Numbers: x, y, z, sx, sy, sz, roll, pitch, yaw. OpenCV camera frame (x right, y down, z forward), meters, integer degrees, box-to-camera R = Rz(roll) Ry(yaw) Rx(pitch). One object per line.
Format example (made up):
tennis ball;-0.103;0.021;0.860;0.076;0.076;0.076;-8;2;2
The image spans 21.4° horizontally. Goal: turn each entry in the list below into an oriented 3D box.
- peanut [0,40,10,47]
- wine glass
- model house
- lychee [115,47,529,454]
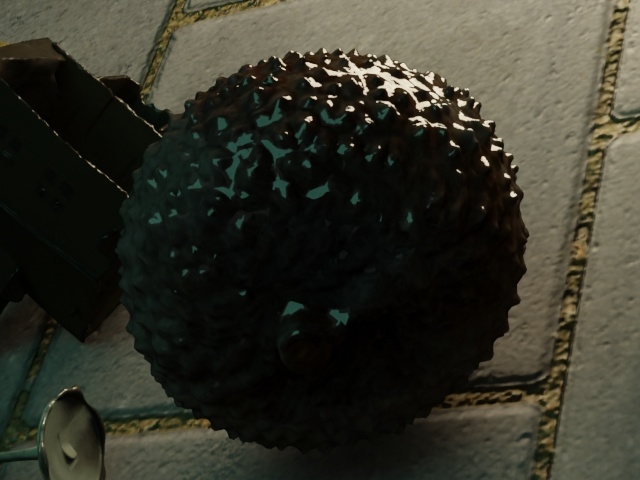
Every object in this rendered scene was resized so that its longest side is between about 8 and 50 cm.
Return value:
peanut;-0.361;-0.075;1.616;0.159;0.143;0.291;4;51;25
wine glass;-0.268;0.172;1.336;0.182;0.122;0.122;-10;46;25
model house;-0.243;-0.021;1.475;0.243;0.211;0.204;-53;-11;23
lychee;-0.005;-0.001;1.186;0.300;0.300;0.300;-20;42;19
